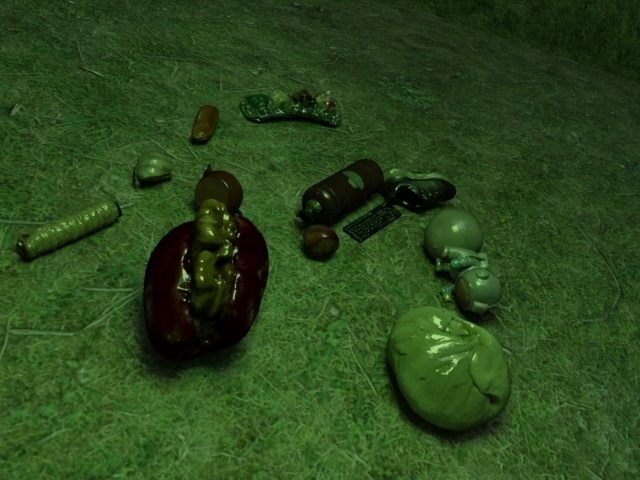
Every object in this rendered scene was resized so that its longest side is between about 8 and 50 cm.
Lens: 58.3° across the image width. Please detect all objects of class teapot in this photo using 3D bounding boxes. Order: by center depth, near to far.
[{"bbox_3d":[-0.224,-0.104,1.328,0.116,0.116,0.173,-32,88,-45],"label":"teapot"}]

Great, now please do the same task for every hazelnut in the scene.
[{"bbox_3d":[0.000,0.000,1.317,0.087,0.086,0.086,12,39,-10],"label":"hazelnut"}]

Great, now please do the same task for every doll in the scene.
[{"bbox_3d":[0.344,0.053,1.361,0.151,0.150,0.287,4,45,-20],"label":"doll"}]

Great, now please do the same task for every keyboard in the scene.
[{"bbox_3d":[0.138,-0.051,1.488,0.061,0.013,0.204,38,41,19],"label":"keyboard"}]

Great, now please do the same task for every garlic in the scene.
[{"bbox_3d":[-0.393,-0.170,1.346,0.094,0.074,0.113,-7,30,-17],"label":"garlic"}]

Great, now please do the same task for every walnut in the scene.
[{"bbox_3d":[-0.195,0.068,1.015,0.222,0.243,0.268,8,44,-16],"label":"walnut"}]

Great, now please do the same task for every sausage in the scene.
[{"bbox_3d":[-0.314,-0.319,1.573,0.062,0.054,0.183,-12,41,10],"label":"sausage"}]

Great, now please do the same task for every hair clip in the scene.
[{"bbox_3d":[-0.081,-0.423,1.768,0.322,0.091,0.138,-4,42,-29],"label":"hair clip"}]

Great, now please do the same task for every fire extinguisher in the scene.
[{"bbox_3d":[0.047,-0.111,1.429,0.138,0.102,0.344,-1,23,38],"label":"fire extinguisher"}]

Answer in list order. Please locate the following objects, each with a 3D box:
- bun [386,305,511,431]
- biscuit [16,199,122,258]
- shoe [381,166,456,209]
[{"bbox_3d":[0.248,0.230,1.090,0.260,0.159,0.259,12,42,-11],"label":"bun"},{"bbox_3d":[-0.495,-0.028,1.144,0.219,0.061,0.055,-34,108,-44],"label":"biscuit"},{"bbox_3d":[0.267,-0.127,1.578,0.228,0.099,0.112,11,47,-10],"label":"shoe"}]
